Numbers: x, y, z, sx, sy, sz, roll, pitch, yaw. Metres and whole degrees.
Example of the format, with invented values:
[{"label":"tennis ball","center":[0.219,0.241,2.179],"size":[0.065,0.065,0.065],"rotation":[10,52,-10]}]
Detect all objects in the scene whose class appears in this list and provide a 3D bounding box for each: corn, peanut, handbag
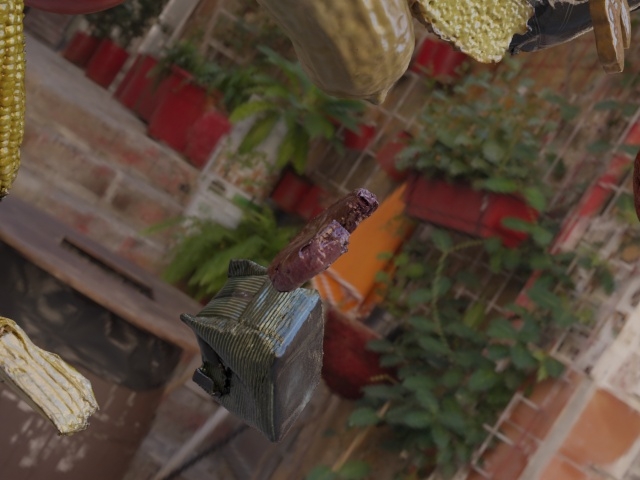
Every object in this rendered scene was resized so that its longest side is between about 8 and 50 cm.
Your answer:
[{"label":"corn","center":[-0.354,-0.162,1.079],"size":[0.115,0.318,0.115],"rotation":[10,39,-8]},{"label":"peanut","center":[0.014,-0.278,1.222],"size":[0.174,0.158,0.340],"rotation":[9,-37,39]},{"label":"handbag","center":[-0.130,0.212,2.116],"size":[0.240,0.247,0.340],"rotation":[23,-39,21]}]

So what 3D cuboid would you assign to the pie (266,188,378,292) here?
[{"label":"pie","center":[0.000,0.000,1.690],"size":[0.054,0.204,0.218],"rotation":[48,30,-10]}]

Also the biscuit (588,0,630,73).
[{"label":"biscuit","center":[0.324,-0.319,1.225],"size":[0.144,0.040,0.236],"rotation":[-64,140,-55]}]

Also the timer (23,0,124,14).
[{"label":"timer","center":[-0.373,-0.529,1.586],"size":[0.279,0.378,0.378],"rotation":[27,-4,30]}]

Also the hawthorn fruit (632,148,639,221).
[{"label":"hawthorn fruit","center":[0.497,-0.072,1.402],"size":[0.173,0.173,0.179],"rotation":[32,-28,45]}]

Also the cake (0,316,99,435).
[{"label":"cake","center":[-0.347,0.145,1.269],"size":[0.185,0.080,0.116],"rotation":[36,-32,26]}]

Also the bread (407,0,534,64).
[{"label":"bread","center":[0.211,-0.376,1.603],"size":[0.229,0.143,0.139],"rotation":[30,20,-42]}]

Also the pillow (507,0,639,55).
[{"label":"pillow","center":[0.464,-0.412,1.797],"size":[0.092,0.335,0.161],"rotation":[62,-4,22]}]
